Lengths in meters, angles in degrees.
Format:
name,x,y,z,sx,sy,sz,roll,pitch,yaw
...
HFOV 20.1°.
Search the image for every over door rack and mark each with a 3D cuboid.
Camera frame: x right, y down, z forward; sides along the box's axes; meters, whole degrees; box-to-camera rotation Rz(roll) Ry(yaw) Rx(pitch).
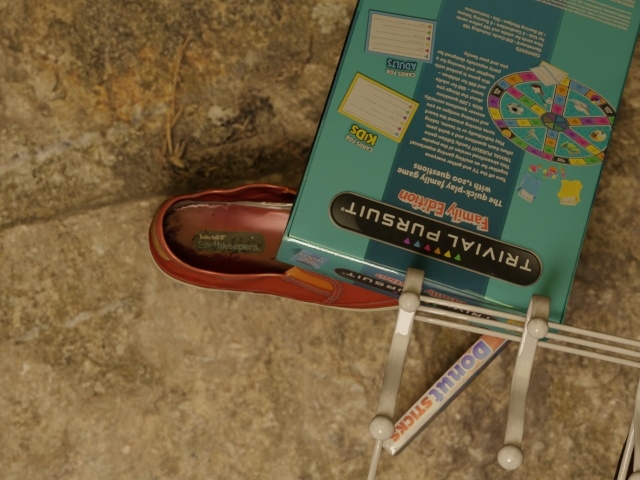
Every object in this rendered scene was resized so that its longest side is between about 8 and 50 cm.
name,x,y,z,sx,sy,sz,roll,pitch,yaw
over door rack,0.154,0.200,1.546,0.239,0.108,0.324,12,115,2

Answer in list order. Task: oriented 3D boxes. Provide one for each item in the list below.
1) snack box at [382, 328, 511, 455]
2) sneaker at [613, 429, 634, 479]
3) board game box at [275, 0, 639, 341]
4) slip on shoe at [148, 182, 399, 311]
name,x,y,z,sx,sy,sz,roll,pitch,yaw
snack box,0.124,0.128,1.656,0.178,0.064,0.022,-45,79,0
sneaker,0.350,0.162,1.606,0.123,0.106,0.290,22,93,-4
board game box,0.130,-0.106,1.624,0.254,0.079,0.336,18,74,-2
slip on shoe,0.000,0.000,1.669,0.331,0.101,0.123,2,82,5
